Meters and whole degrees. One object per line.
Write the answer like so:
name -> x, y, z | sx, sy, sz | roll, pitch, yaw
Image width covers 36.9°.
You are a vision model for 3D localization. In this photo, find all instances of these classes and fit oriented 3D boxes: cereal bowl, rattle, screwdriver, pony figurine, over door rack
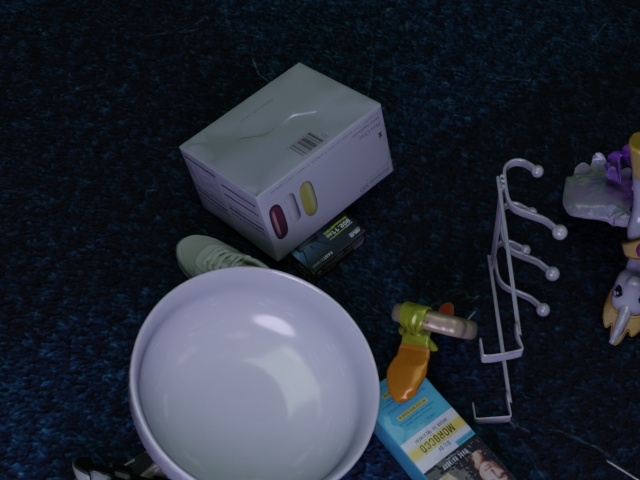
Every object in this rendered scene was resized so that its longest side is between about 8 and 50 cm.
cereal bowl -> -0.098, 0.213, 1.317 | 0.338, 0.141, 0.339 | 8, 58, -13
rattle -> 0.166, 0.158, 1.399 | 0.130, 0.199, 0.143 | -3, 83, 9
screwdriver -> 0.476, 0.356, 1.340 | 0.170, 0.025, 0.024 | 29, 63, 27
pony figurine -> 0.505, -0.059, 1.443 | 0.302, 0.364, 0.351 | 16, 43, 19
over door rack -> 0.288, 0.081, 1.382 | 0.108, 0.239, 0.324 | 6, 58, 11

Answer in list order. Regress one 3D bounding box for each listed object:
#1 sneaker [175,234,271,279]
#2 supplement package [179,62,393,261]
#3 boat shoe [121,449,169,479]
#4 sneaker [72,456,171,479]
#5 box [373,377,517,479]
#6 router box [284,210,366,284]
sneaker -> -0.131, 0.050, 1.487 | 0.228, 0.092, 0.087 | 31, 65, 19
supplement package -> -0.050, -0.132, 1.544 | 0.262, 0.145, 0.204 | -39, 50, -21
boat shoe -> -0.263, 0.346, 1.335 | 0.206, 0.075, 0.065 | -32, 20, -12
sneaker -> -0.185, 0.401, 1.264 | 0.330, 0.122, 0.146 | 17, 88, -5
box -> 0.165, 0.295, 1.350 | 0.100, 0.060, 0.244 | -33, 63, -18
router box -> 0.000, 0.000, 1.549 | 0.122, 0.038, 0.092 | -40, 66, -22
